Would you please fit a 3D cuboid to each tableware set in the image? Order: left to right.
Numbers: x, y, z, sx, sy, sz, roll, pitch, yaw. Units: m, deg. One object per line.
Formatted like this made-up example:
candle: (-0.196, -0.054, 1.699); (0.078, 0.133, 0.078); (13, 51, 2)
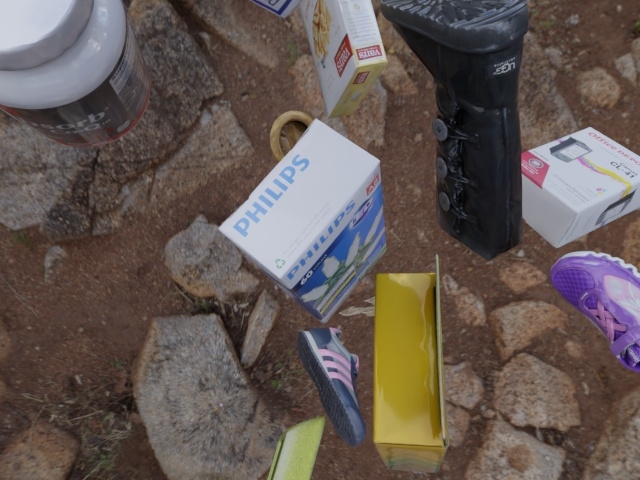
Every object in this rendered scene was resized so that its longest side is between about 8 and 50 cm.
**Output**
tableware set: (0.139, 0.168, 1.254); (0.141, 0.169, 0.020); (-15, 93, -31)

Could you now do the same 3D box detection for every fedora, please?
fedora: (-0.092, -0.334, 1.634); (0.194, 0.079, 0.194); (-6, 104, -23)

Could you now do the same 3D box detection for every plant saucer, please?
plant saucer: (-0.051, 0.346, 0.693); (0.045, 0.188, 0.188); (18, 63, -1)

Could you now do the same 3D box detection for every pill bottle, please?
pill bottle: (-0.342, -0.250, 0.611); (0.210, 0.363, 0.210); (0, 90, -12)

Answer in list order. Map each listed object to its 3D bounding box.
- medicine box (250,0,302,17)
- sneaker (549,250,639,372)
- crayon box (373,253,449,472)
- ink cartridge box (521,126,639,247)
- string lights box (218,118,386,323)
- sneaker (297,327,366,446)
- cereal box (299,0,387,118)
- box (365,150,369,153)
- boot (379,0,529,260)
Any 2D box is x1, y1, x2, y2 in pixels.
medicine box: (0.007, -0.301, 0.193); (0.149, 0.289, 0.263); (17, 72, -29)
sneaker: (0.409, 0.111, 0.649); (0.236, 0.095, 0.104); (43, 49, 21)
crayon box: (0.116, 0.176, 0.635); (0.081, 0.318, 0.202); (-1, 59, 10)
ink cartridge box: (0.635, -0.142, 1.223); (0.306, 0.131, 0.226); (-23, 51, -20)
string lights box: (0.000, 0.000, 0.528); (0.077, 0.259, 0.133); (38, 82, 18)
sneaker: (0.056, 0.335, 1.188); (0.131, 0.112, 0.319); (-8, 46, -25)
cereal box: (0.015, -0.305, 0.647); (0.047, 0.173, 0.240); (-13, 86, -11)
box: (-0.010, -0.088, 0.921); (0.159, 0.233, 0.044); (-43, 107, -18)
boot: (0.246, -0.229, 0.912); (0.146, 0.445, 0.367); (-21, 41, 1)
